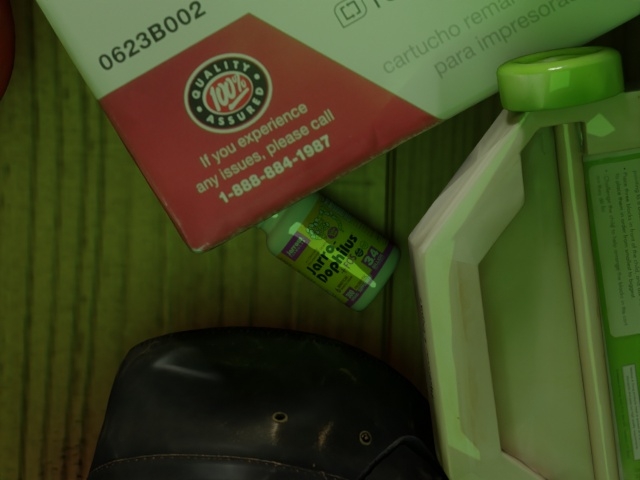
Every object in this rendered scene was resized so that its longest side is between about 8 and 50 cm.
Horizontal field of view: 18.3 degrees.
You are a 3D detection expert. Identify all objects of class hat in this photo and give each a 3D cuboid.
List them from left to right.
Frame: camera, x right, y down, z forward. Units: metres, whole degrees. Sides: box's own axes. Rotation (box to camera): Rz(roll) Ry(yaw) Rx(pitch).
[{"bbox_3d":[-0.031,0.121,1.062,0.331,0.331,0.134,2,69,6],"label":"hat"}]

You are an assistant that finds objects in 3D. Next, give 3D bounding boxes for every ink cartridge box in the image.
[{"bbox_3d":[-0.035,-0.233,0.962,0.279,0.160,0.385,-28,100,17],"label":"ink cartridge box"}]

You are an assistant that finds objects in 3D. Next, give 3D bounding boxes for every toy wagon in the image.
[{"bbox_3d":[0.218,0.031,0.916,0.344,0.068,0.267,-9,102,-6],"label":"toy wagon"}]

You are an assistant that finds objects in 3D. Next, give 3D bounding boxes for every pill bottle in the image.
[{"bbox_3d":[0.000,0.000,1.096,0.083,0.043,0.043,34,107,-4],"label":"pill bottle"}]

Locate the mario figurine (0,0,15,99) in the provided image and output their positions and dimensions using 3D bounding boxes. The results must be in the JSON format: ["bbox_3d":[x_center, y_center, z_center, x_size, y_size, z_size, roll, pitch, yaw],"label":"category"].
[{"bbox_3d":[-0.274,-0.191,1.054,0.320,0.170,0.198,53,141,1],"label":"mario figurine"}]
